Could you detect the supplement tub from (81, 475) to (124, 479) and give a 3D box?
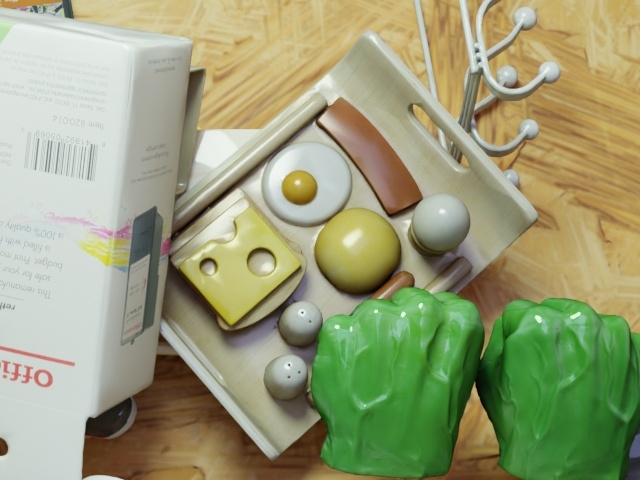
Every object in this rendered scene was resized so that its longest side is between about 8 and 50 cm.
[{"bbox_3d":[-0.190,0.336,1.055,0.228,0.228,0.316,35,57,11],"label":"supplement tub"}]

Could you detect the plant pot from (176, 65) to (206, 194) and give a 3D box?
[{"bbox_3d":[-0.166,-0.096,1.296,0.096,0.109,0.109,14,104,15],"label":"plant pot"}]

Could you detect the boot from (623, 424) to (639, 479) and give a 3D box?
[{"bbox_3d":[0.248,0.200,1.326,0.189,0.076,0.208,1,73,-19],"label":"boot"}]

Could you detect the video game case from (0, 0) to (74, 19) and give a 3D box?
[{"bbox_3d":[-0.369,-0.196,1.479,0.275,0.035,0.248,-9,67,-9],"label":"video game case"}]

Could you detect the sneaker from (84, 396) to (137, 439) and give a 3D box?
[{"bbox_3d":[-0.229,0.117,1.329,0.158,0.065,0.061,28,80,11],"label":"sneaker"}]

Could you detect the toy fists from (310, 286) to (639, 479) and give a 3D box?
[{"bbox_3d":[0.128,0.108,1.247,0.279,0.096,0.142,5,102,-12],"label":"toy fists"}]

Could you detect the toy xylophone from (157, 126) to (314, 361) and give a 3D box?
[{"bbox_3d":[-0.128,-0.004,1.383,0.322,0.081,0.236,8,76,-2],"label":"toy xylophone"}]

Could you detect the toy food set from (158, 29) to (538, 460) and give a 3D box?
[{"bbox_3d":[0.000,0.000,1.303,0.306,0.092,0.220,-41,86,-14],"label":"toy food set"}]

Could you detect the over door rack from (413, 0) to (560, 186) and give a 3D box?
[{"bbox_3d":[0.127,-0.224,1.413,0.108,0.239,0.324,-17,69,-9],"label":"over door rack"}]

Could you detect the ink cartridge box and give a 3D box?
[{"bbox_3d":[-0.230,0.006,1.214,0.207,0.119,0.353,12,102,16],"label":"ink cartridge box"}]
